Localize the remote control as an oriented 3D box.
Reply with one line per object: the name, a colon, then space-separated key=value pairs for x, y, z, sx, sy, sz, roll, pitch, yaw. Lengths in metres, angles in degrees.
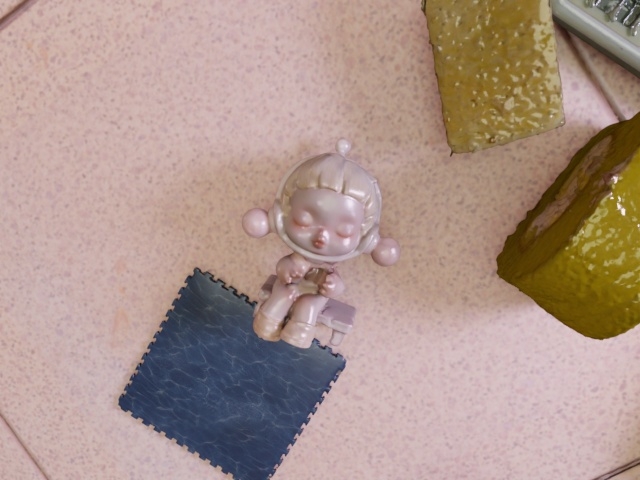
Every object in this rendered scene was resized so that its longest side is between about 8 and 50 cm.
remote control: x=0.427 y=-0.235 z=0.559 sx=0.335 sy=0.065 sz=0.128 roll=34 pitch=103 yaw=0

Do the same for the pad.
pad: x=-0.137 y=0.213 z=0.717 sx=0.270 sy=0.012 sz=0.268 roll=30 pitch=101 yaw=0

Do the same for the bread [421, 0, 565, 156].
bread: x=0.200 y=-0.208 z=0.553 sx=0.138 sy=0.102 sz=0.196 roll=-7 pitch=101 yaw=32

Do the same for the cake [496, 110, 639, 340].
cake: x=0.336 y=-0.022 z=0.544 sx=0.156 sy=0.179 sz=0.260 roll=33 pitch=102 yaw=-1

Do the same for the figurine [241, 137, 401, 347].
figurine: x=0.007 y=0.000 z=0.614 sx=0.182 sy=0.145 sz=0.256 roll=24 pitch=104 yaw=22
